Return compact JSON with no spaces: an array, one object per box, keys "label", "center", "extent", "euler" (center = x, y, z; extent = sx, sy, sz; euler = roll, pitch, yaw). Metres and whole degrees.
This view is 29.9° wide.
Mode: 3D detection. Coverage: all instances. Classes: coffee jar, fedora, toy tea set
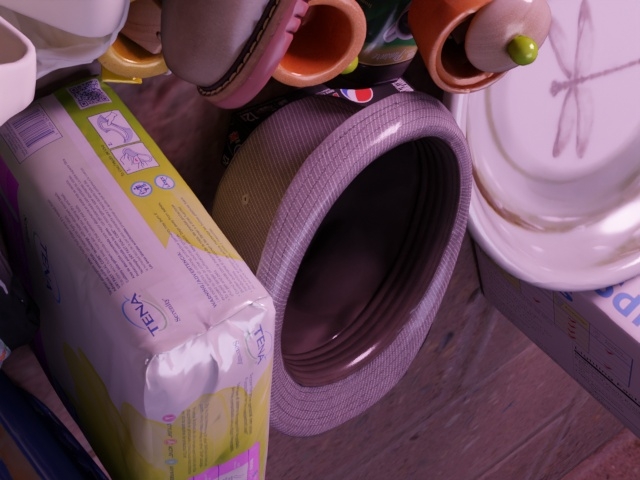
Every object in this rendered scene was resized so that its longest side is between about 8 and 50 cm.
[{"label":"coffee jar","center":[0.051,-0.198,0.881],"extent":[0.096,0.079,0.184],"euler":[-20,145,-51]},{"label":"fedora","center":[0.000,0.000,0.916],"extent":[0.243,0.124,0.275],"euler":[-25,135,-40]},{"label":"toy tea set","center":[0.016,-0.159,0.736],"extent":[0.336,0.124,0.200],"euler":[-2,132,-27]}]

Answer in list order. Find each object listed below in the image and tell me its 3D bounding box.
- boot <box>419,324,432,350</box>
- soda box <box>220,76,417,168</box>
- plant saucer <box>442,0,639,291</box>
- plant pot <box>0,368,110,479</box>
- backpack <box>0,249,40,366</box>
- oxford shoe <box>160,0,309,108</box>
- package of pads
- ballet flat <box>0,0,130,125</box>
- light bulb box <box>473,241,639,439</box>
[{"label":"boot","center":[0.033,0.032,1.232],"extent":[0.264,0.096,0.280],"euler":[-20,139,-28]},{"label":"soda box","center":[0.002,-0.093,0.996],"extent":[0.169,0.053,0.060],"euler":[-25,148,-35]},{"label":"plant saucer","center":[0.264,-0.152,1.142],"extent":[0.400,0.100,0.401],"euler":[-12,117,-25]},{"label":"plant pot","center":[-0.265,0.232,0.894],"extent":[0.236,0.236,0.212],"euler":[-36,147,-15]},{"label":"backpack","center":[-0.274,0.064,0.754],"extent":[0.182,0.115,0.152],"euler":[-34,155,-14]},{"label":"oxford shoe","center":[-0.048,-0.237,0.536],"extent":[0.130,0.123,0.348],"euler":[7,92,-27]},{"label":"package of pads","center":[-0.129,0.069,0.836],"extent":[0.101,0.229,0.296],"euler":[-27,149,-22]},{"label":"ballet flat","center":[-0.155,-0.098,0.493],"extent":[0.400,0.139,0.139],"euler":[-56,170,-49]},{"label":"light bulb box","center":[0.377,0.047,1.407],"extent":[0.225,0.358,0.361],"euler":[-43,156,-8]}]
